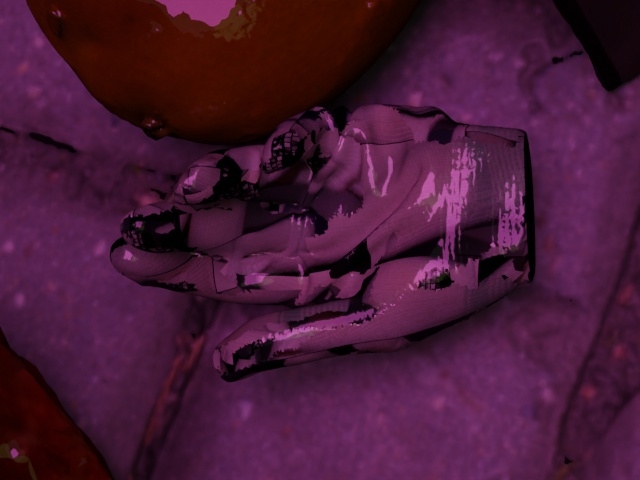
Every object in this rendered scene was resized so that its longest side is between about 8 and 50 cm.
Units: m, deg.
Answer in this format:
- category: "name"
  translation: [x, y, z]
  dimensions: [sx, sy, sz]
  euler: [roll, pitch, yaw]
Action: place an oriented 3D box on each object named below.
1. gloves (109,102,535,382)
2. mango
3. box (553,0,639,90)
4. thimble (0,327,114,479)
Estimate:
- category: "gloves"
  translation: [0.001, -0.005, 0.920]
  dimensions: [0.212, 0.111, 0.127]
  euler: [-3, 108, 11]
- category: "mango"
  translation: [-0.028, -0.153, 0.955]
  dimensions: [0.166, 0.136, 0.236]
  euler: [36, 84, 8]
- category: "box"
  translation: [0.191, -0.225, 0.874]
  dimensions: [0.252, 0.188, 0.153]
  euler: [-35, 69, 9]
- category: "thimble"
  translation: [-0.219, 0.171, 0.824]
  dimensions: [0.231, 0.350, 0.350]
  euler: [-36, 69, 5]
